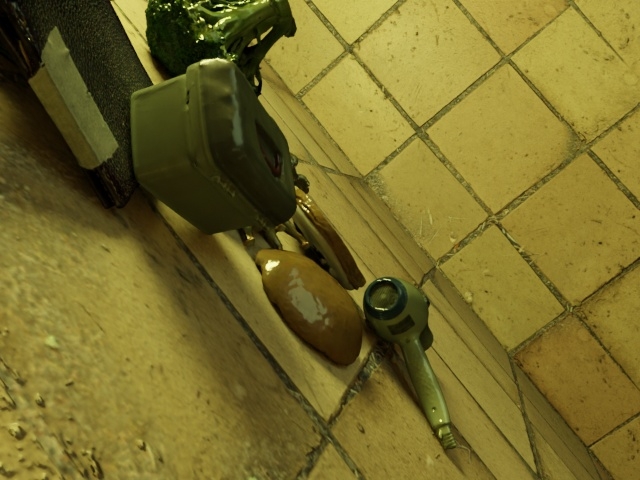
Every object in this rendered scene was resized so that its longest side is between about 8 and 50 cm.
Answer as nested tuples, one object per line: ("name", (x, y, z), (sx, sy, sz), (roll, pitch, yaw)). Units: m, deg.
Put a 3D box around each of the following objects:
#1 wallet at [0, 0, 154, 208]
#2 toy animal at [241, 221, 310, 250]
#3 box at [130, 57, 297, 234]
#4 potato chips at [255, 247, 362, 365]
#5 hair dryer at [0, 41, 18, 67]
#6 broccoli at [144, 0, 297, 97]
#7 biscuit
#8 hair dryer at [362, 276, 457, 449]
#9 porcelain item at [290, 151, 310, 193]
("wallet", (-0.249, -0.176, 0.655), (0.262, 0.072, 0.220), (-100, 171, -61))
("toy animal", (-0.086, -0.033, 0.915), (0.099, 0.057, 0.241), (55, 14, 22))
("box", (-0.118, -0.096, 0.701), (0.210, 0.129, 0.147), (51, 27, -66))
("potato chips", (-0.003, 0.082, 0.862), (0.208, 0.062, 0.195), (54, 15, 8))
("hair dryer", (-0.389, -0.287, 0.567), (0.244, 0.116, 0.302), (57, 3, 31))
("broccoli", (-0.199, -0.418, 1.154), (0.304, 0.284, 0.321), (-33, 101, -88))
("biscuit", (0.000, 0.000, 1.051), (0.181, 0.049, 0.208), (48, -6, 38))
("hair dryer", (0.179, 0.208, 1.101), (0.298, 0.119, 0.296), (68, 12, 9))
("porcelain item", (-0.089, -0.176, 1.330), (0.215, 0.069, 0.081), (47, 7, -34))
